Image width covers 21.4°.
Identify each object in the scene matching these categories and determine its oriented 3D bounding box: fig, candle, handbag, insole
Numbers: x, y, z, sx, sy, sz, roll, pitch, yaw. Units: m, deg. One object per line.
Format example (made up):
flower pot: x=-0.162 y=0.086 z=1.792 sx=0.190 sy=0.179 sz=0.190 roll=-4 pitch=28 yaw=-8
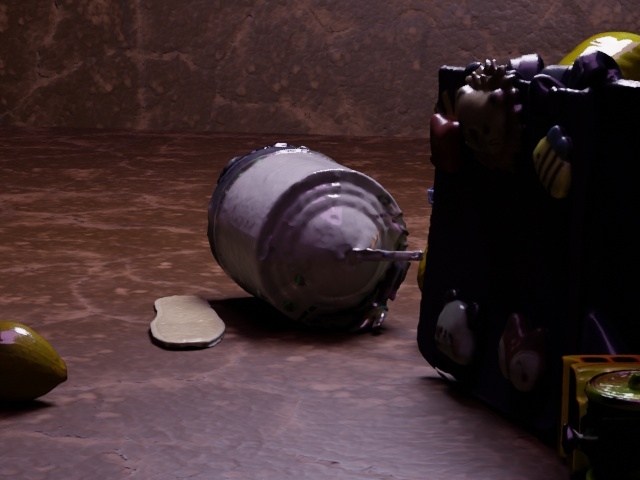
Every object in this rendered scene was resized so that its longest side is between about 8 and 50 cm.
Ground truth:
fig: x=-0.271 y=0.112 z=1.524 sx=0.088 sy=0.074 sz=0.074 roll=14 pitch=5 yaw=-18
candle: x=0.000 y=0.000 z=1.874 sx=0.187 sy=0.187 sz=0.330 roll=-3 pitch=11 yaw=-20
handbag: x=0.189 y=-0.008 z=1.518 sx=0.122 sy=0.329 sz=0.303 roll=-6 pitch=11 yaw=-19
insole: x=-0.148 y=0.086 z=1.857 sx=0.081 sy=0.011 sz=0.248 roll=-1 pitch=10 yaw=-7

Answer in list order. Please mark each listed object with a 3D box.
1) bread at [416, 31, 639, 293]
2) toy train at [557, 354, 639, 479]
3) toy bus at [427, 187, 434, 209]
bread: x=0.233 y=-0.071 z=1.841 sx=0.112 sy=0.383 sz=0.166 roll=35 pitch=-15 yaw=17
toy train: x=0.329 y=0.142 z=1.318 sx=0.296 sy=0.100 sz=0.160 roll=1 pitch=8 yaw=-2
toy bus: x=0.269 y=-0.048 z=2.333 sx=0.125 sy=0.133 sz=0.292 roll=1 pitch=11 yaw=34
